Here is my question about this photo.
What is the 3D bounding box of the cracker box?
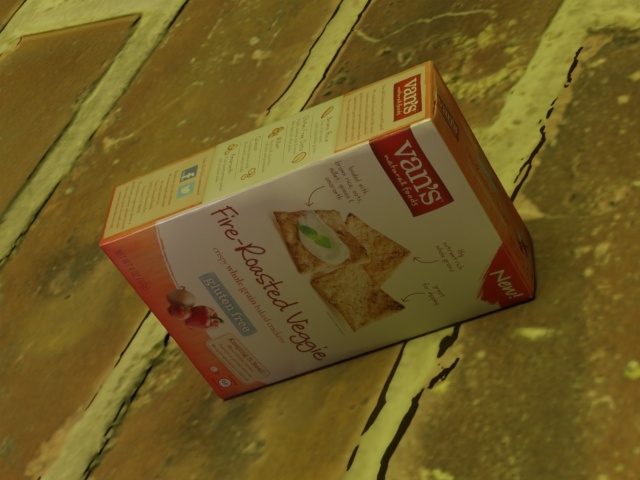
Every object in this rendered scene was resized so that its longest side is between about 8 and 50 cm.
[{"bbox_3d":[0.000,0.000,0.972,0.232,0.156,0.067,-21,36,20],"label":"cracker box"}]
